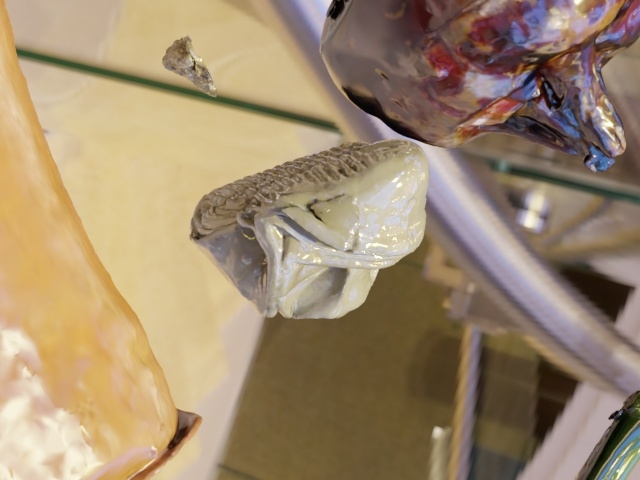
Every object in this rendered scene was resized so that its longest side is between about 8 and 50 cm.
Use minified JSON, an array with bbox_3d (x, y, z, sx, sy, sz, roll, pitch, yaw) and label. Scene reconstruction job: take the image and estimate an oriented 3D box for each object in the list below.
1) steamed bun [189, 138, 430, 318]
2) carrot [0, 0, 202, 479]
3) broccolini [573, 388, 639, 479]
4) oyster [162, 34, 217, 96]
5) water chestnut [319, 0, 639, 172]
[{"bbox_3d":[0.001,0.000,1.435,0.218,0.211,0.144,-23,102,-15],"label":"steamed bun"},{"bbox_3d":[-0.151,-0.005,0.521,0.196,0.196,0.254,-34,91,-47],"label":"carrot"},{"bbox_3d":[0.108,0.110,0.643,0.239,0.051,0.054,-57,150,12],"label":"broccolini"},{"bbox_3d":[-0.130,-0.165,1.567,0.038,0.081,0.083,-29,123,-1],"label":"oyster"},{"bbox_3d":[0.140,-0.193,1.200,0.289,0.244,0.289,-161,-90,-85],"label":"water chestnut"}]
